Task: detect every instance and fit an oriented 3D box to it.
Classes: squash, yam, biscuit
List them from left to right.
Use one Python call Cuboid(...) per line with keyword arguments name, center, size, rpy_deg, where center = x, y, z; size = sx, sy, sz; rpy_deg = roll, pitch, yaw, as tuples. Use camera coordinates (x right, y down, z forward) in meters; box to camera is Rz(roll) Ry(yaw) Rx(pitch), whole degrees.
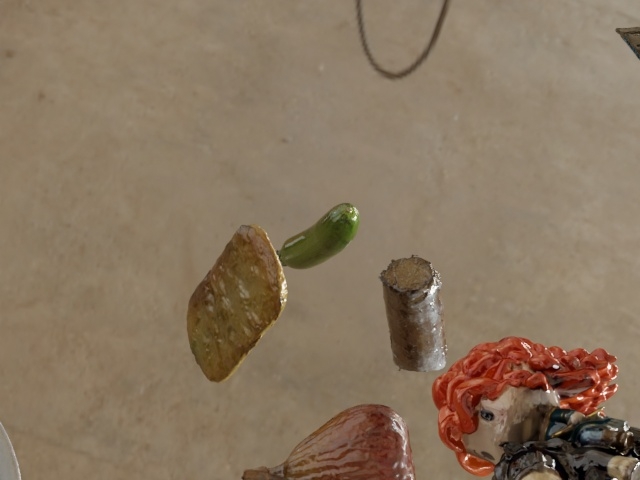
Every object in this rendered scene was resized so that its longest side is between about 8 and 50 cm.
Cuboid(name="biscuit", center=(-0.098, 0.075, 1.409), size=(0.029, 0.247, 0.118), rpy_deg=(-12, 66, -33))
Cuboid(name="squash", center=(0.000, 0.000, 2.049), size=(0.069, 0.258, 0.069), rpy_deg=(10, 68, -25))
Cuboid(name="yam", center=(0.120, 0.097, 1.571), size=(0.079, 0.141, 0.079), rpy_deg=(-5, 31, 3))

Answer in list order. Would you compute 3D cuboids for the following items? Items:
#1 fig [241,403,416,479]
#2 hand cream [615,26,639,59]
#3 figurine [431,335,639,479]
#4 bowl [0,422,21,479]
Cuboid(name="fig", center=(0.020, 0.198, 1.114), size=(0.153, 0.119, 0.119), rpy_deg=(22, 38, -13))
Cuboid(name="hand cream", center=(0.305, -0.120, 1.028), size=(0.062, 0.039, 0.163), rpy_deg=(-14, 67, -12))
Cuboid(name="figurine", center=(0.354, 0.302, 1.875), size=(0.306, 0.241, 0.411), rpy_deg=(-22, 28, -4))
Cuboid(name="bowl", center=(-0.393, 0.229, 0.885), size=(0.346, 0.157, 0.345), rpy_deg=(9, 40, -8))
